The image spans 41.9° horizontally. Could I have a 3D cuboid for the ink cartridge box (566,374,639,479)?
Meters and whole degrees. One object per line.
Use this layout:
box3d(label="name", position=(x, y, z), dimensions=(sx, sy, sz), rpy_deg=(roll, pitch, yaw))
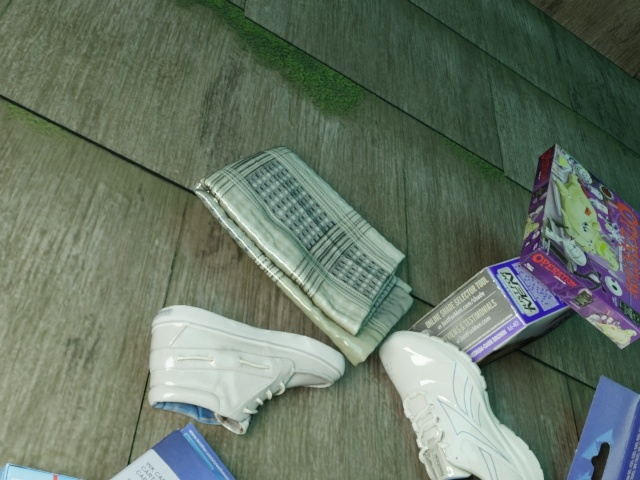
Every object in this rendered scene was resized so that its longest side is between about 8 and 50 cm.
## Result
box3d(label="ink cartridge box", position=(0.527, 0.372, 1.220), dimensions=(0.307, 0.072, 0.303), rpy_deg=(28, 54, 6))

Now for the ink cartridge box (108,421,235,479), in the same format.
box3d(label="ink cartridge box", position=(-0.149, 0.299, 0.740), dimensions=(0.185, 0.065, 0.311), rpy_deg=(50, 36, 5))

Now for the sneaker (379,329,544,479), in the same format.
box3d(label="sneaker", position=(0.177, 0.250, 1.121), dimensions=(0.129, 0.111, 0.297), rpy_deg=(-28, 75, -46))

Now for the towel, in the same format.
box3d(label="towel", position=(0.000, 0.000, 1.174), dimensions=(0.324, 0.056, 0.312), rpy_deg=(47, 22, 1))

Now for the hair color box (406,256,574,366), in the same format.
box3d(label="hair color box", position=(0.311, 0.104, 1.313), dimensions=(0.339, 0.185, 0.110), rpy_deg=(-10, 63, -47))

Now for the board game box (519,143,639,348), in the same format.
box3d(label="board game box", position=(0.425, -0.005, 1.335), dimensions=(0.208, 0.056, 0.347), rpy_deg=(42, 36, -10))

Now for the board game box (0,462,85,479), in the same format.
box3d(label="board game box", position=(-0.202, 0.305, 0.765), dimensions=(0.212, 0.039, 0.160), rpy_deg=(21, 43, -27))

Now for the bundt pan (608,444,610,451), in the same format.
box3d(label="bundt pan", position=(0.637, 0.418, 1.376), dimensions=(0.331, 0.124, 0.330), rpy_deg=(26, 40, -24))

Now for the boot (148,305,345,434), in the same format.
box3d(label="boot", position=(-0.084, 0.169, 0.980), dimensions=(0.258, 0.095, 0.123), rpy_deg=(18, 58, -28))
